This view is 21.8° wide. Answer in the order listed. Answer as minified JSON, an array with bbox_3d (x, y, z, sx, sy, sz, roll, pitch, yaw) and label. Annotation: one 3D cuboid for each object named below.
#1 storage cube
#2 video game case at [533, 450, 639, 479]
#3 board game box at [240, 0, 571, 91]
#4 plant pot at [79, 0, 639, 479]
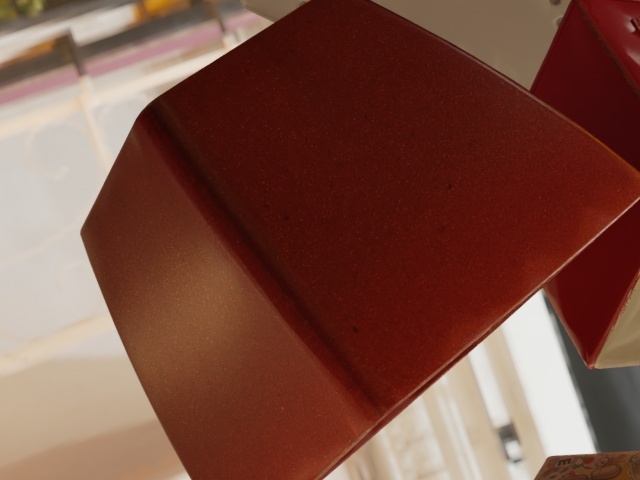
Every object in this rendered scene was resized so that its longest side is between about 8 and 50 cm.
[{"bbox_3d":[0.261,-0.040,1.186,0.184,0.193,0.215,-1,133,-23],"label":"storage cube"},{"bbox_3d":[0.272,0.275,1.600,0.206,0.026,0.227,-8,-156,35],"label":"video game case"},{"bbox_3d":[0.178,-0.307,1.472,0.390,0.390,0.050,-62,-166,16],"label":"board game box"},{"bbox_3d":[0.000,0.000,1.074,0.267,0.235,0.267,-37,173,-33],"label":"plant pot"}]
